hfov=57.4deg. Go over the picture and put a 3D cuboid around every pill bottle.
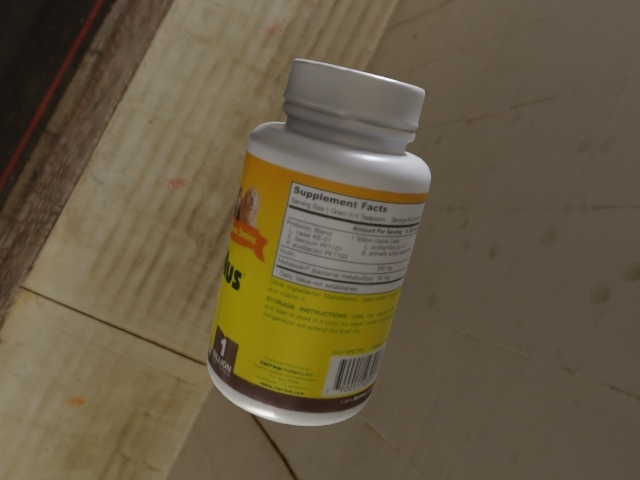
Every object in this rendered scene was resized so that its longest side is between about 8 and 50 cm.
[{"bbox_3d":[0.000,0.000,0.380,0.117,0.117,0.214,-116,-143,-72],"label":"pill bottle"}]
